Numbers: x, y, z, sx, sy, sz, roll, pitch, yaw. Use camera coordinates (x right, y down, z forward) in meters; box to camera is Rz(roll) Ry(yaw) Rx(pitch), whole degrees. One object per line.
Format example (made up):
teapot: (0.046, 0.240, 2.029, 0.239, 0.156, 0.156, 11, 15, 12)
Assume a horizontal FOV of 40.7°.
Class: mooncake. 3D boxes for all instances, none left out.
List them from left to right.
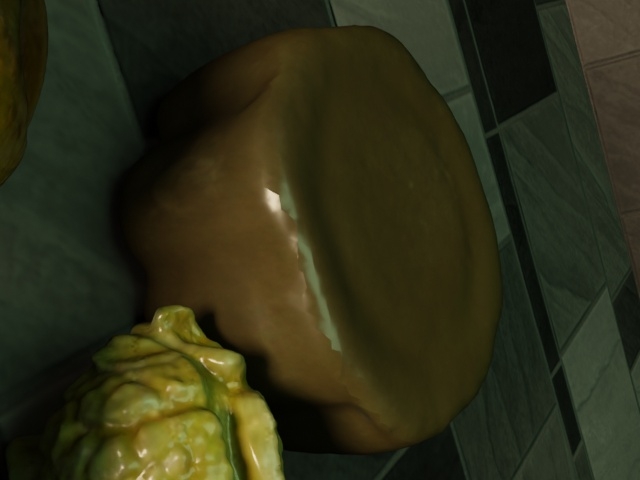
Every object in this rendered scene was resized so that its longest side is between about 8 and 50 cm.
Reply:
mooncake: (0.000, 0.000, 0.782, 0.378, 0.200, 0.379, 28, 54, -47)

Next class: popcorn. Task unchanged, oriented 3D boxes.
popcorn: (-0.113, 0.158, 0.583, 0.167, 0.187, 0.185, 46, 41, 15)

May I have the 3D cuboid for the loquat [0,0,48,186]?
loquat: (-0.232, -0.100, 0.434, 0.213, 0.213, 0.213, 23, 62, -52)
